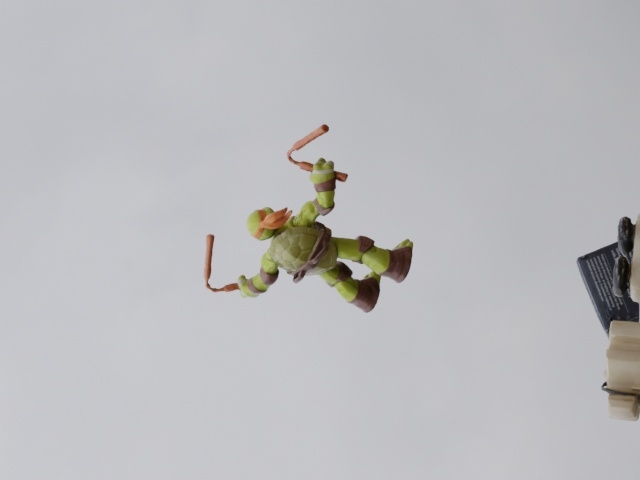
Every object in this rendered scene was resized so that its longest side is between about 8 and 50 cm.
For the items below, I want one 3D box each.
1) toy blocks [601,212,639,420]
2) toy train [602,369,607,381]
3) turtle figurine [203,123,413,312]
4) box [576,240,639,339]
[{"bbox_3d":[0.321,0.169,0.937,0.260,0.309,0.289,72,-154,-50],"label":"toy blocks"},{"bbox_3d":[0.321,0.106,1.449,0.046,0.125,0.166,42,-174,-12],"label":"toy train"},{"bbox_3d":[0.000,0.000,1.932,0.217,0.269,0.087,23,-151,-24],"label":"turtle figurine"},{"bbox_3d":[0.419,0.058,1.868,0.153,0.207,0.108,55,-165,-53],"label":"box"}]
